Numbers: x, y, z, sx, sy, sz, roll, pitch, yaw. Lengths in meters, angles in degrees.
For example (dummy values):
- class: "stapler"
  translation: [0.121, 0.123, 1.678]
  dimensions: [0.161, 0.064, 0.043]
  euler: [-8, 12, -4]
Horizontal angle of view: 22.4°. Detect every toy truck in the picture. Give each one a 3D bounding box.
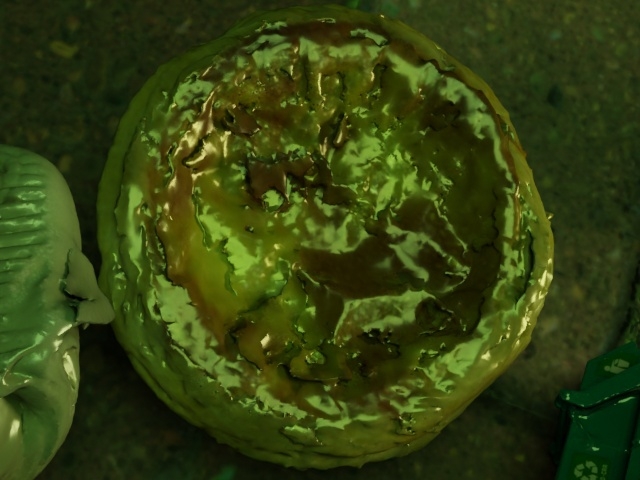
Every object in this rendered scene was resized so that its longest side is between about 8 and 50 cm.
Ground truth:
- class: "toy truck"
  translation: [0.188, 0.155, 0.973]
  dimensions: [0.116, 0.110, 0.216]
  euler: [12, 52, 14]

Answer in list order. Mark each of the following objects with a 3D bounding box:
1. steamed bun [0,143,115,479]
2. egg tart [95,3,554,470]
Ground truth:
- class: "steamed bun"
  translation: [-0.217, 0.068, 0.915]
  dimensions: [0.211, 0.144, 0.218]
  euler: [-17, 50, 0]
- class: "egg tart"
  translation: [0.000, 0.000, 0.992]
  dimensions: [0.290, 0.115, 0.290]
  euler: [3, 75, -11]
